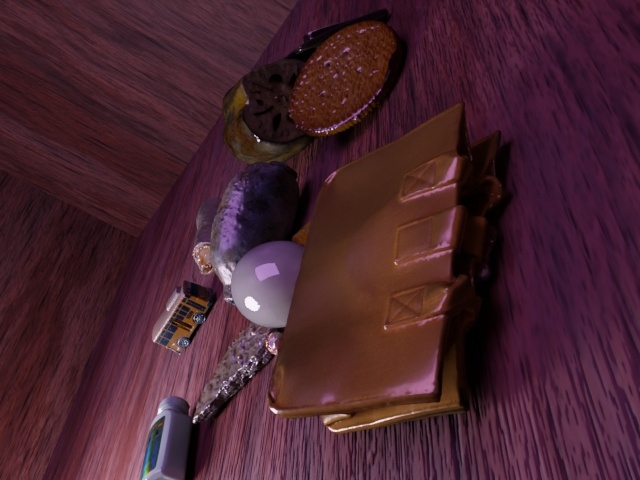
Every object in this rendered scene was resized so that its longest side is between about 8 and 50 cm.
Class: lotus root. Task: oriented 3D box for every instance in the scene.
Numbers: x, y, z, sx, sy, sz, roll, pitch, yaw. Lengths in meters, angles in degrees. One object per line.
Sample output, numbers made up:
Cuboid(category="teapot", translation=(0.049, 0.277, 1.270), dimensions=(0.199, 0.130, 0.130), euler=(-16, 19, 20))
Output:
Cuboid(category="lotus root", translation=(-0.137, -0.313, 1.693), dimensions=(0.250, 0.250, 0.346), euler=(-65, 19, -12))
Cuboid(category="lotus root", translation=(-0.150, -0.029, 1.442), dimensions=(0.175, 0.175, 0.350), euler=(-24, 44, 59))

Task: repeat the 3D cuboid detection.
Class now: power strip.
Cuboid(category="power strip", translation=(0.027, -0.488, 1.674), dimensions=(0.257, 0.092, 0.251), euler=(-26, 5, -16))

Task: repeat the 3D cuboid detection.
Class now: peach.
Cuboid(category="peach", translation=(-0.001, 0.000, 1.197), dimensions=(0.098, 0.061, 0.098), euler=(-21, 28, 12))

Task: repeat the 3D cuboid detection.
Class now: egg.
Cuboid(category="egg", translation=(-0.069, 0.075, 1.128), dimensions=(0.209, 0.151, 0.151), euler=(-11, 52, 56))

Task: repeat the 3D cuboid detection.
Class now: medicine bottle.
Cuboid(category="medicine bottle", translation=(-0.316, 0.426, 1.357), dimensions=(0.121, 0.083, 0.229), euler=(-54, 20, 25))

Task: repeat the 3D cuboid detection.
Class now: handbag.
Cuboid(category="handbag", translation=(0.095, 0.040, 0.828), dimensions=(0.283, 0.133, 0.401), euler=(-29, 37, 47))

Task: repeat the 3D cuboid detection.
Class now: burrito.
Cuboid(category="burrito", translation=(-0.319, -0.025, 1.938), dimensions=(0.143, 0.105, 0.299), euler=(-57, 22, 23))

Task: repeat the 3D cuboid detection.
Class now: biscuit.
Cuboid(category="biscuit", translation=(-0.161, 0.238, 1.299), dimensions=(0.290, 0.038, 0.141), euler=(-49, 23, 27))
Cuboid(category="biscuit", translation=(0.052, -0.355, 1.444), dimensions=(0.305, 0.038, 0.305), euler=(-22, 51, 31))

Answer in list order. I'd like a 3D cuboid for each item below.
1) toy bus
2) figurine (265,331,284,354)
Cuboid(category="toy bus", translation=(-0.370, 0.199, 1.756), dimensions=(0.182, 0.103, 0.091), euler=(-55, 21, 15))
Cuboid(category="figurine", translation=(-0.050, 0.173, 1.109), dimensions=(0.109, 0.047, 0.064), euler=(-21, 36, 48))
